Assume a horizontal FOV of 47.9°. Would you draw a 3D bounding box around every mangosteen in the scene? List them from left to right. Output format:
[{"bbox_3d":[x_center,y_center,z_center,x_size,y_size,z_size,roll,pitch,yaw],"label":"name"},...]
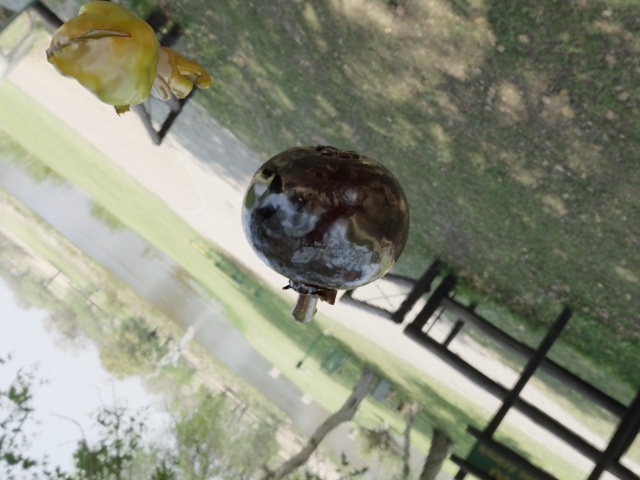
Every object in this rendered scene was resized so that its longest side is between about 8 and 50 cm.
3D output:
[{"bbox_3d":[0.000,0.000,1.003,0.235,0.261,0.235,11,-165,-3],"label":"mangosteen"}]

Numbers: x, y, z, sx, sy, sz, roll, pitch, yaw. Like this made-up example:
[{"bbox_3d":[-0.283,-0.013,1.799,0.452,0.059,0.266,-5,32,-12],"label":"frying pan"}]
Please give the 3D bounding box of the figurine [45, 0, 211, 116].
[{"bbox_3d":[-0.257,-0.246,0.984,0.246,0.131,0.156,-12,-94,-65],"label":"figurine"}]
